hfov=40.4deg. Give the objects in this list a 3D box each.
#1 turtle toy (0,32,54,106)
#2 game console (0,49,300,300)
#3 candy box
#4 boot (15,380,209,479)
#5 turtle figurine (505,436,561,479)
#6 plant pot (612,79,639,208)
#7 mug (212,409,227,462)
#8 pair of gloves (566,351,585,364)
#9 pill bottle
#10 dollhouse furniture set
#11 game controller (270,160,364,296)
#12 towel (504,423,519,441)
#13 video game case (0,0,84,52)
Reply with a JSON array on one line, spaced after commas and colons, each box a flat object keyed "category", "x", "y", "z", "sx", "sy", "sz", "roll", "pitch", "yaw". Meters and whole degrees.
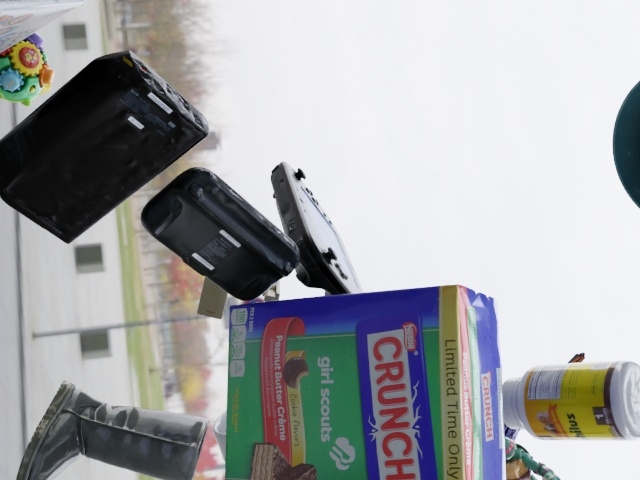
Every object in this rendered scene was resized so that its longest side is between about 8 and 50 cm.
[{"category": "turtle toy", "x": -0.358, "y": -0.220, "z": 1.010, "sx": 0.066, "sy": 0.095, "sz": 0.130, "roll": -10, "pitch": -79, "yaw": 41}, {"category": "game console", "x": -0.173, "y": -0.037, "z": 0.977, "sx": 0.361, "sy": 0.213, "sz": 0.044, "roll": 42, "pitch": 22, "yaw": -37}, {"category": "candy box", "x": 0.045, "y": 0.201, "z": 1.011, "sx": 0.122, "sy": 0.317, "sz": 0.268, "roll": 19, "pitch": 68, "yaw": -56}, {"category": "boot", "x": -0.265, "y": 0.280, "z": 1.119, "sx": 0.076, "sy": 0.209, "sz": 0.189, "roll": 119, "pitch": -8, "yaw": -50}, {"category": "turtle figurine", "x": 0.360, "y": 0.437, "z": 1.601, "sx": 0.234, "sy": 0.175, "sz": 0.118, "roll": 59, "pitch": 31, "yaw": -33}, {"category": "plant pot", "x": 0.688, "y": -0.172, "z": 1.505, "sx": 0.290, "sy": 0.196, "sz": 0.290, "roll": 20, "pitch": -64, "yaw": 49}, {"category": "mug", "x": 0.023, "y": 0.441, "z": 1.632, "sx": 0.276, "sy": 0.374, "sz": 0.327, "roll": -35, "pitch": 107, "yaw": -66}, {"category": "pair of gloves", "x": 0.523, "y": 0.271, "z": 1.763, "sx": 0.083, "sy": 0.074, "sz": 0.010, "roll": 49, "pitch": -9, "yaw": -27}, {"category": "pill bottle", "x": 0.385, "y": 0.246, "z": 1.328, "sx": 0.215, "sy": 0.117, "sz": 0.117, "roll": -12, "pitch": -98, "yaw": 44}, {"category": "dollhouse furniture set", "x": -0.160, "y": 0.103, "z": 1.746, "sx": 0.123, "sy": 0.151, "sz": 0.144, "roll": -99, "pitch": -157, "yaw": -73}, {"category": "game controller", "x": 0.000, "y": 0.000, "z": 1.250, "sx": 0.166, "sy": 0.067, "sz": 0.319, "roll": 43, "pitch": 13, "yaw": -27}, {"category": "towel", "x": 0.434, "y": 0.584, "z": 2.208, "sx": 0.228, "sy": 0.076, "sz": 0.308, "roll": -35, "pitch": 144, "yaw": -51}, {"category": "video game case", "x": -0.323, "y": -0.195, "z": 0.822, "sx": 0.019, "sy": 0.157, "sz": 0.143, "roll": 66, "pitch": 26, "yaw": -8}]
